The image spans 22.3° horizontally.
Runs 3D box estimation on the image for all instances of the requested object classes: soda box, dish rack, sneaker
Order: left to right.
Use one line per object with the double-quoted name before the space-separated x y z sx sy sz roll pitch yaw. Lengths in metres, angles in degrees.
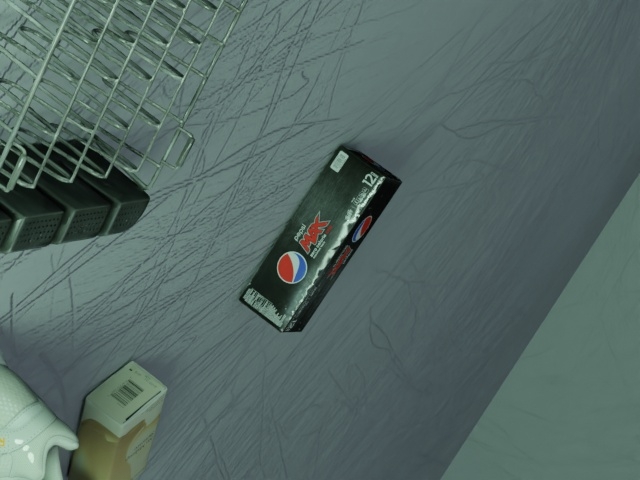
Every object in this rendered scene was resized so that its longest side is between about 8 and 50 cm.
"sneaker" -0.232 0.188 1.071 0.099 0.121 0.262 -36 156 -45
"dish rack" -0.115 -0.113 0.884 0.272 0.074 0.208 -61 163 17
"soda box" 0.000 0.000 1.444 0.169 0.053 0.060 -56 164 8

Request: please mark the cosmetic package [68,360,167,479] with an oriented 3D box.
"cosmetic package" -0.167 0.159 1.328 0.060 0.041 0.115 -40 159 -40
